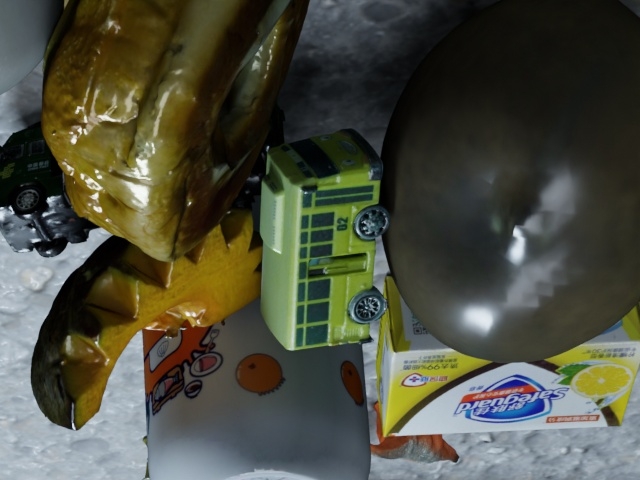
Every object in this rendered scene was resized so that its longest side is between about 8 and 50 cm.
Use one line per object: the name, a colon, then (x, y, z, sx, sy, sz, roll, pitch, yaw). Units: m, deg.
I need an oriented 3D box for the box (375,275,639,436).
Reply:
box: (0.194, 0.117, 2.027, 0.265, 0.097, 0.168, -1, 142, -6)

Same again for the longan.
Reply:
longan: (0.181, -0.055, 1.672, 0.288, 0.288, 0.350, 3, 133, -11)

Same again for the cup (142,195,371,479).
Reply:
cup: (-0.060, 0.119, 1.822, 0.212, 0.317, 0.212, -4, 142, -3)

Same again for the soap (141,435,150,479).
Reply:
soap: (-0.073, 0.238, 2.170, 0.233, 0.076, 0.135, 14, 139, -21)

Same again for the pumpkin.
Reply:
pumpkin: (-0.169, 0.032, 1.676, 0.254, 0.149, 0.130, -36, 134, -32)

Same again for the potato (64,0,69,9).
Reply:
potato: (-0.195, -0.178, 1.586, 0.068, 0.062, 0.083, 5, 163, 10)

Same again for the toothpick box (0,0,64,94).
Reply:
toothpick box: (-0.301, -0.219, 1.400, 0.229, 0.229, 0.316, -7, 135, 2)

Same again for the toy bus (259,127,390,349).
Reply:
toy bus: (0.000, 0.000, 1.659, 0.101, 0.088, 0.175, -7, 119, -18)

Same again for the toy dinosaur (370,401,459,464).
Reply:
toy dinosaur: (0.087, 0.208, 2.131, 0.055, 0.101, 0.279, -41, 142, 23)

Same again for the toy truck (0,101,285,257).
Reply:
toy truck: (-0.161, -0.067, 1.729, 0.259, 0.121, 0.088, -10, 143, 6)

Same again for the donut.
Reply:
donut: (-0.110, -0.147, 1.506, 0.160, 0.330, 0.330, 20, 141, 5)
